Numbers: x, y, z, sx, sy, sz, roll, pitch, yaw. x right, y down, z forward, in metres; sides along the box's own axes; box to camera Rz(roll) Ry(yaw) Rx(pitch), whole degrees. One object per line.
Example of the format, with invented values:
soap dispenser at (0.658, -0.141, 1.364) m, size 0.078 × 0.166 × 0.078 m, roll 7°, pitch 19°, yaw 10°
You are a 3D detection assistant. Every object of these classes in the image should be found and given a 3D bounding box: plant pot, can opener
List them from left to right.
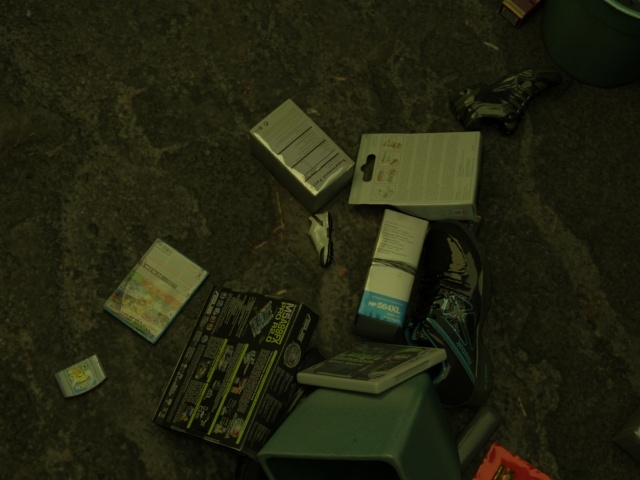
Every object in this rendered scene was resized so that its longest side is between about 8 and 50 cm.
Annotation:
plant pot at (0.093, 0.345, 1.619) m, size 0.247 × 0.247 × 0.252 m, roll -7°, pitch 31°, yaw 31°
can opener at (0.204, 0.391, 1.722) m, size 0.093 × 0.074 × 0.280 m, roll 43°, pitch 74°, yaw 11°
plant pot at (0.582, -0.477, 1.894) m, size 0.341 × 0.334 × 0.341 m, roll 1°, pitch 72°, yaw -3°

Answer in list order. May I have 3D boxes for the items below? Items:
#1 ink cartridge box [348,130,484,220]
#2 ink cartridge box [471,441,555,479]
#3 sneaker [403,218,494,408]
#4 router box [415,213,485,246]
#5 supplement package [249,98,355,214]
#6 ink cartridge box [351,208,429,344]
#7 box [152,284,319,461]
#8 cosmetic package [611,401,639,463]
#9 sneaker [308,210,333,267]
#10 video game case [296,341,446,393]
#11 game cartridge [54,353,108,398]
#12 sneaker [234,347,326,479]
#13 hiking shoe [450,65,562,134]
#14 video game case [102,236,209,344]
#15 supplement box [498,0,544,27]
ink cartridge box at (0.185, -0.123, 1.885) m, size 0.233 × 0.066 × 0.189 m, roll -2°, pitch 50°, yaw 19°
ink cartridge box at (0.392, 0.562, 1.669) m, size 0.385 × 0.091 × 0.308 m, roll 32°, pitch 73°, yaw 6°
sneaker at (0.220, 0.124, 1.751) m, size 0.140 × 0.125 × 0.340 m, roll 4°, pitch 74°, yaw -33°
router box at (0.236, -0.024, 1.880) m, size 0.123 × 0.038 × 0.092 m, roll 23°, pitch 73°, yaw 4°
supplement package at (-0.036, -0.155, 1.874) m, size 0.105 × 0.105 × 0.179 m, roll -41°, pitch 79°, yaw -15°
ink cartridge box at (0.124, 0.066, 1.786) m, size 0.086 × 0.148 × 0.203 m, roll 16°, pitch 72°, yaw 3°
box at (-0.146, 0.220, 1.708) m, size 0.216 × 0.060 × 0.270 m, roll 7°, pitch 67°, yaw 38°
cosmetic package at (0.631, 0.287, 1.754) m, size 0.107 × 0.127 × 0.238 m, roll 42°, pitch 73°, yaw 10°
sneaker at (0.000, 0.000, 1.864) m, size 0.044 × 0.040 × 0.109 m, roll -6°, pitch 68°, yaw 12°
video game case at (0.084, 0.209, 1.666) m, size 0.173 × 0.190 × 0.022 m, roll -18°, pitch 101°, yaw -41°
game cartridge at (-0.422, 0.243, 1.768) m, size 0.083 × 0.017 × 0.056 m, roll -26°, pitch 79°, yaw -11°
sneaker at (-0.043, 0.329, 1.719) m, size 0.130 × 0.109 × 0.286 m, roll 34°, pitch 77°, yaw -2°
hiking shoe at (0.373, -0.265, 1.955) m, size 0.227 × 0.086 × 0.114 m, roll -18°, pitch 87°, yaw -3°
video game case at (-0.299, 0.091, 1.825) m, size 0.119 × 0.015 × 0.166 m, roll 34°, pitch 73°, yaw 7°
supplement box at (0.413, -0.484, 2.039) m, size 0.083 × 0.043 × 0.055 m, roll -42°, pitch 78°, yaw -14°
